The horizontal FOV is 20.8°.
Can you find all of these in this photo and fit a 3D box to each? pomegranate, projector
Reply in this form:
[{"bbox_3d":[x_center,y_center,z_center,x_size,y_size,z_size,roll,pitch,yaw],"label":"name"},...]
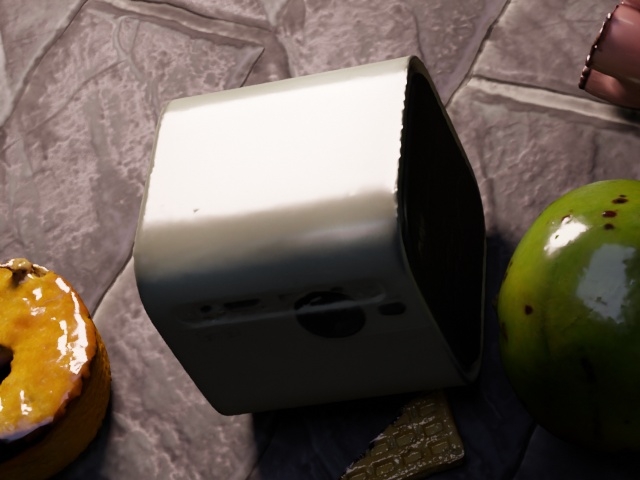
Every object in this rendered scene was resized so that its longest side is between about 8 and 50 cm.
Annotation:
[{"bbox_3d":[0.295,0.067,1.457,0.301,0.236,0.236,3,57,2],"label":"pomegranate"},{"bbox_3d":[0.000,0.000,1.585,0.249,0.249,0.248,-9,49,19],"label":"projector"}]

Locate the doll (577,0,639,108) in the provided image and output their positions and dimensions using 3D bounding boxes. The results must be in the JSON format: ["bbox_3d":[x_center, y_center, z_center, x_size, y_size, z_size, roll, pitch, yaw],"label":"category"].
[{"bbox_3d":[0.391,-0.160,1.607,0.268,0.216,0.284,27,87,9],"label":"doll"}]

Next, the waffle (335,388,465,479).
[{"bbox_3d":[0.054,0.188,1.589,0.152,0.023,0.097,-24,51,7],"label":"waffle"}]

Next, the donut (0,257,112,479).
[{"bbox_3d":[-0.325,0.141,1.720,0.253,0.118,0.253,-9,55,13],"label":"donut"}]
